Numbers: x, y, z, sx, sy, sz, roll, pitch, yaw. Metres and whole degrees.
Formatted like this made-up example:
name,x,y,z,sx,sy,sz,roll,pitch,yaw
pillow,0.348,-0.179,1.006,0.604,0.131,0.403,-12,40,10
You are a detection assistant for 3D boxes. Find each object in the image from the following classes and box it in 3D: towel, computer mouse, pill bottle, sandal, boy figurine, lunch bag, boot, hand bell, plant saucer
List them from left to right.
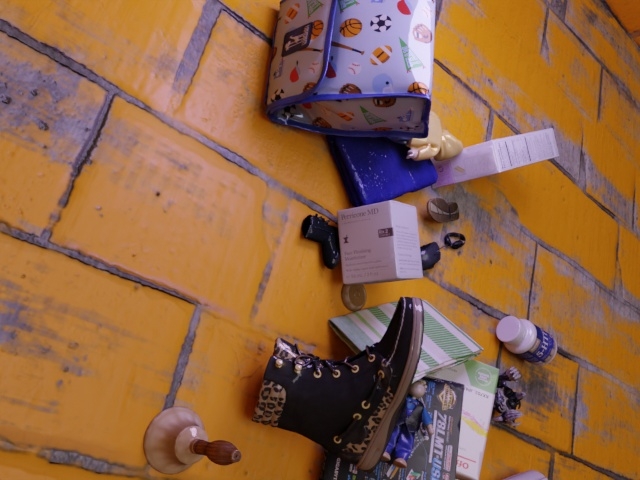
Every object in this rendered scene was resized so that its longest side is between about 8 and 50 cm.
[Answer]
name,x,y,z,sx,sy,sz,roll,pitch,yaw
hand bell,-0.209,0.370,1.019,0.126,0.242,0.126,8,77,-37
boot,0.000,0.000,1.379,0.099,0.045,0.121,26,59,-34
boot,0.037,0.263,1.180,0.284,0.138,0.377,18,100,2
lunch bag,0.070,-0.428,1.343,0.239,0.385,0.328,64,30,-71
plant saucer,0.088,0.137,1.440,0.083,0.015,0.083,8,76,-36
towel,0.165,-0.216,1.538,0.308,0.076,0.227,-22,88,-38
towel,0.214,0.242,1.408,0.325,0.248,0.038,-9,128,-38
boy figurine,0.261,-0.290,1.524,0.285,0.092,0.177,13,68,-33
sandal,0.351,-0.085,1.672,0.180,0.049,0.072,-1,87,-53
computer mouse,0.352,0.026,1.651,0.242,0.041,0.071,-24,96,-39
pill bottle,0.634,0.307,1.771,0.187,0.112,0.112,30,64,-30

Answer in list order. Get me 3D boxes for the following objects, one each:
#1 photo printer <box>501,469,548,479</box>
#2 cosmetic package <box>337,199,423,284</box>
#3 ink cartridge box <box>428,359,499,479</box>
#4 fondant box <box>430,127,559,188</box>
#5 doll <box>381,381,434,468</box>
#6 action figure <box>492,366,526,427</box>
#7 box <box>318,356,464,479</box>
name,x,y,z,sx,sy,sz,roll,pitch,yaw
photo printer,0.528,0.806,1.595,0.307,0.107,0.256,-1,81,-37
cosmetic package,0.146,0.010,1.399,0.151,0.151,0.183,5,77,-57
ink cartridge box,0.302,0.464,1.431,0.207,0.119,0.353,20,67,-3
fondant box,0.512,-0.244,1.701,0.330,0.238,0.096,-15,93,-39
doll,0.192,0.403,1.271,0.129,0.046,0.189,21,59,8
action figure,0.514,0.452,1.635,0.276,0.141,0.164,9,64,-35
box,0.168,0.444,1.313,0.293,0.073,0.295,13,67,-3
